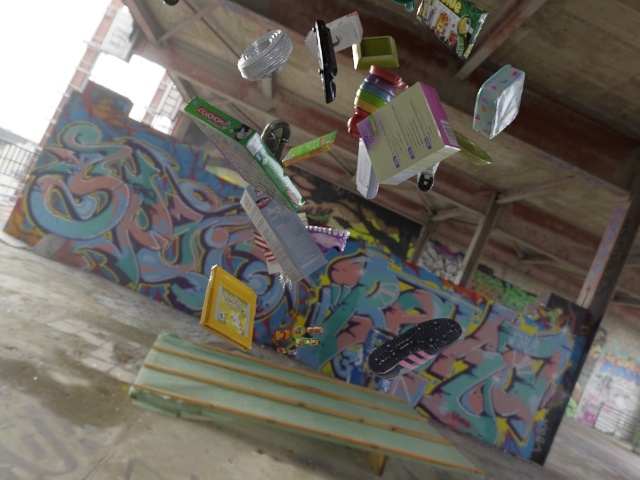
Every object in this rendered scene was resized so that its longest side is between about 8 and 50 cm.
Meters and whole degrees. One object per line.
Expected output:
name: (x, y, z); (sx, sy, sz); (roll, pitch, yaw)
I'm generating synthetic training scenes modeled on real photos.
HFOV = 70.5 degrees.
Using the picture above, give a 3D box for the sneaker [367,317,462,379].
sneaker: (0.313, 0.357, 1.482); (0.131, 0.319, 0.112); (59, 8, -50)

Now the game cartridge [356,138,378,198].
game cartridge: (0.224, -0.352, 2.091); (0.060, 0.294, 0.196); (-1, 25, -10)

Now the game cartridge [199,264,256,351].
game cartridge: (-0.413, 0.312, 2.097); (0.052, 0.324, 0.285); (-25, -47, 27)

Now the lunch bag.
lunch bag: (0.765, -0.591, 1.939); (0.108, 0.224, 0.279); (39, -14, 29)

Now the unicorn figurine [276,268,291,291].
unicorn figurine: (-0.148, 0.159, 1.901); (0.060, 0.111, 0.162); (5, -39, -11)

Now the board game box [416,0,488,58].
board game box: (0.380, -0.665, 1.336); (0.030, 0.136, 0.260); (-9, 51, -26)

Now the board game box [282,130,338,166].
board game box: (-0.041, -0.407, 2.001); (0.259, 0.124, 0.039); (-17, -59, 31)

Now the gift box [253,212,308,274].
gift box: (-0.166, -0.005, 2.132); (0.255, 0.276, 0.258); (-15, 15, 0)

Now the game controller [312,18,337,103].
game controller: (0.013, -0.624, 1.575); (0.067, 0.319, 0.166); (-1, -37, -6)

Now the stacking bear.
stacking bear: (0.216, -0.568, 1.908); (0.164, 0.289, 0.175); (34, 17, 18)

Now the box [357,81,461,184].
box: (0.267, -0.320, 1.396); (0.243, 0.214, 0.117); (-28, -14, 37)

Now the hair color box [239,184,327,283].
hair color box: (-0.140, -0.035, 1.643); (0.374, 0.113, 0.185); (57, -21, 2)

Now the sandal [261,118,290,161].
sandal: (-0.185, -0.310, 1.496); (0.086, 0.120, 0.303); (58, -38, 11)

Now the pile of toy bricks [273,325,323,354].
pile of toy bricks: (-0.085, 0.425, 1.919); (0.212, 0.118, 0.105); (-1, -4, -20)

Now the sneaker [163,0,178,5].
sneaker: (-0.528, -0.852, 1.413); (0.227, 0.087, 0.130); (42, -13, -28)

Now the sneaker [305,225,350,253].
sneaker: (0.000, 0.000, 1.793); (0.236, 0.105, 0.095); (6, -5, -11)

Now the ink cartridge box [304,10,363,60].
ink cartridge box: (0.058, -0.842, 1.865); (0.217, 0.159, 0.092); (-13, -54, 19)

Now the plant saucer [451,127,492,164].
plant saucer: (0.541, -0.356, 1.719); (0.241, 0.037, 0.241); (25, 31, -16)

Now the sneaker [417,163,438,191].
sneaker: (0.450, -0.317, 1.879); (0.078, 0.234, 0.106); (17, 6, -1)

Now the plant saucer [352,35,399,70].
plant saucer: (0.238, -0.823, 1.959); (0.188, 0.188, 0.045); (-4, -31, 3)

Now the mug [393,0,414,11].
mug: (0.277, -0.855, 1.490); (0.129, 0.097, 0.158); (17, -31, -5)

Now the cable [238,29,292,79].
cable: (-0.238, -0.787, 1.923); (0.257, 0.257, 0.089); (2, -34, 39)

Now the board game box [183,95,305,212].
board game box: (-0.175, -0.201, 1.116); (0.213, 0.046, 0.317); (33, -10, 28)
